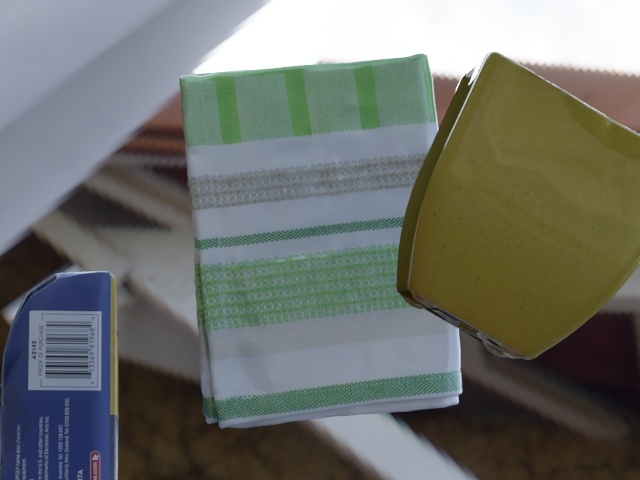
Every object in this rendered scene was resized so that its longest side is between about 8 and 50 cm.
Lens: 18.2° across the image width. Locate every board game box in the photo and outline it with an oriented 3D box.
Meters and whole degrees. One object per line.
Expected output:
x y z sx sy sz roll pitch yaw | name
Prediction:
-0.113 0.131 0.811 0.194 0.060 0.194 112 -23 -71 | board game box

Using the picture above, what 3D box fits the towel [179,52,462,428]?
0.000 0.000 0.853 0.023 0.113 0.152 175 -90 -81 | towel

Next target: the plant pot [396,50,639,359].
0.068 -0.005 0.686 0.081 0.083 0.081 29 -4 -2 | plant pot
